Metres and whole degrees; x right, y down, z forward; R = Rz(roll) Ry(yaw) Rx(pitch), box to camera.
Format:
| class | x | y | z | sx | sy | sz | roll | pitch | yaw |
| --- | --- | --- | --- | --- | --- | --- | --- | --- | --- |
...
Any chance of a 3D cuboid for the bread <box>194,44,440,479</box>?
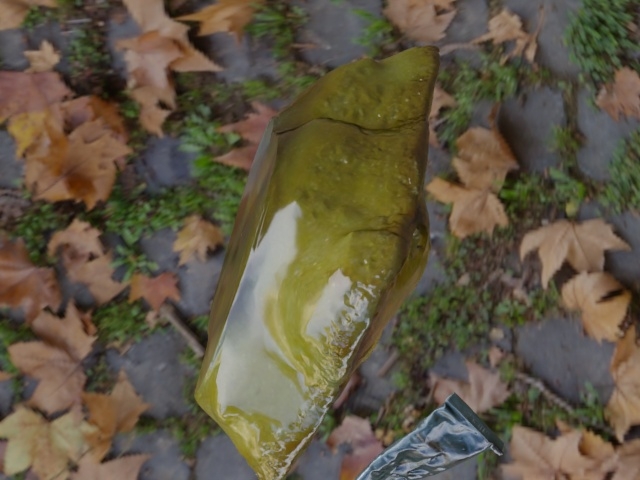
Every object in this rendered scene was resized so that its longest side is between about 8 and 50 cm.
| class | x | y | z | sx | sy | sz | roll | pitch | yaw |
| --- | --- | --- | --- | --- | --- | --- | --- | --- | --- |
| bread | 0.000 | 0.000 | 0.607 | 0.088 | 0.233 | 0.160 | 15 | 124 | -5 |

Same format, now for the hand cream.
| class | x | y | z | sx | sy | sz | roll | pitch | yaw |
| --- | --- | --- | --- | --- | --- | --- | --- | --- | --- |
| hand cream | 0.069 | 0.249 | 1.220 | 0.248 | 0.052 | 0.075 | -39 | 128 | 24 |
